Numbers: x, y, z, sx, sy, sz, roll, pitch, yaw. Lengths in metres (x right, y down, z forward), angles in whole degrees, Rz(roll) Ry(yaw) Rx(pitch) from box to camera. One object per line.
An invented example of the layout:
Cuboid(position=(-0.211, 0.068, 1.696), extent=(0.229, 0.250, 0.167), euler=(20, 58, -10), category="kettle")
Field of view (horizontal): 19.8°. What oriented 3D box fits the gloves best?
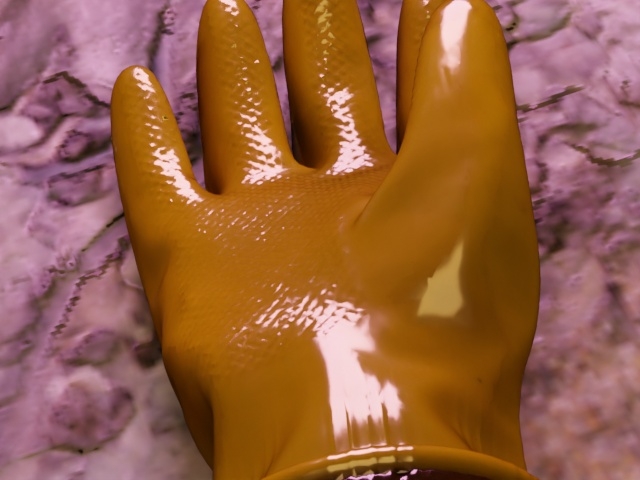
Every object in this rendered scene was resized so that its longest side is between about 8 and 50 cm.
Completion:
Cuboid(position=(-0.001, 0.000, 0.606), extent=(0.133, 0.116, 0.294), euler=(-2, 45, -6), category="gloves")
